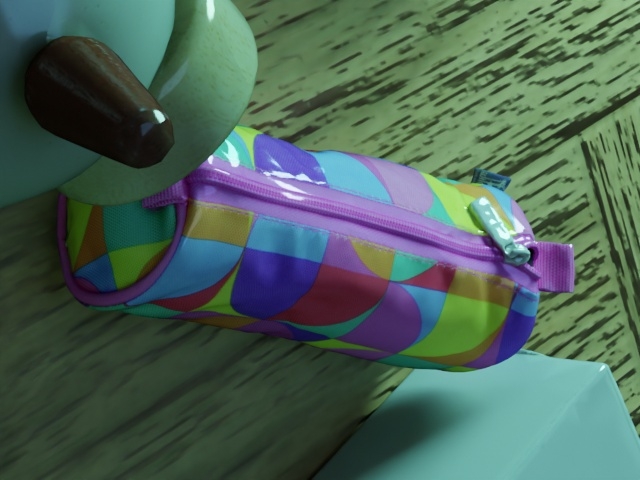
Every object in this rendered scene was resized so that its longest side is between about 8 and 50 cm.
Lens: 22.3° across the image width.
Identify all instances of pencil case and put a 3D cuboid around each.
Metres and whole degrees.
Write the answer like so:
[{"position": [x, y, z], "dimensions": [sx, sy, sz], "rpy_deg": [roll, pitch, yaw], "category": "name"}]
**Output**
[{"position": [0.000, 0.000, 0.721], "dimensions": [0.236, 0.104, 0.104], "rpy_deg": [11, 85, -40], "category": "pencil case"}]

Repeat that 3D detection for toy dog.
[{"position": [-0.153, -0.004, 0.450], "dimensions": [0.220, 0.161, 0.334], "rpy_deg": [27, 110, -36], "category": "toy dog"}]

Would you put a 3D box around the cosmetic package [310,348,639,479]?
[{"position": [0.043, 0.152, 0.753], "dimensions": [0.231, 0.117, 0.085], "rpy_deg": [-41, 118, -31], "category": "cosmetic package"}]
